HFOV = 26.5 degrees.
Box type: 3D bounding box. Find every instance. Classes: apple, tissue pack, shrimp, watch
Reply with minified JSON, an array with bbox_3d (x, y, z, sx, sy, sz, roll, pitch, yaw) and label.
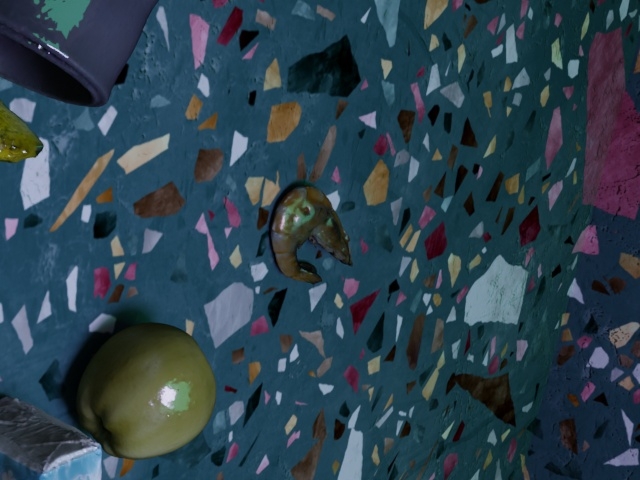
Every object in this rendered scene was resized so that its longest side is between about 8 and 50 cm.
[{"bbox_3d":[-0.241,0.213,1.904,0.200,0.200,0.200,-31,130,-47],"label":"apple"},{"bbox_3d":[-0.377,0.360,1.750,0.124,0.201,0.271,-17,119,-45],"label":"tissue pack"},{"bbox_3d":[-0.010,0.012,2.274,0.145,0.059,0.254,-55,144,-21],"label":"shrimp"},{"bbox_3d":[-0.316,-0.271,1.414,0.327,0.335,0.314,34,76,-47],"label":"watch"}]

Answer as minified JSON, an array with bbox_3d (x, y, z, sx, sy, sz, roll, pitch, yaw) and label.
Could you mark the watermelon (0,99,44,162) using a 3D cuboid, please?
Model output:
[{"bbox_3d":[-0.441,-0.132,1.478,0.301,0.129,0.123,1,106,-62],"label":"watermelon"}]
